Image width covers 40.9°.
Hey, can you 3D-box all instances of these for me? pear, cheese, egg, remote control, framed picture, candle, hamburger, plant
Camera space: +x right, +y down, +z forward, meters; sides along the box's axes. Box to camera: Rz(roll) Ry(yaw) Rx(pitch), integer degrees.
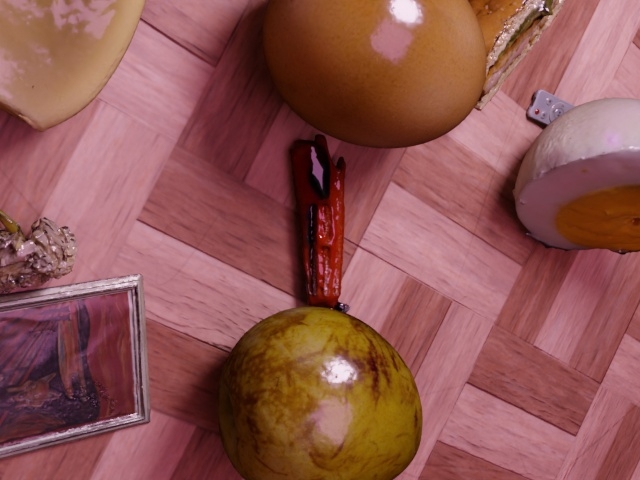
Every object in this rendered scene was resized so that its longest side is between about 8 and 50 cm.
[{"bbox_3d":[-0.001,0.221,1.149,0.284,0.284,0.283,-8,106,-30],"label":"pear"},{"bbox_3d":[-0.300,-0.290,0.914,0.260,0.128,0.315,37,86,-39],"label":"cheese"},{"bbox_3d":[0.076,-0.241,1.094,0.323,0.250,0.250,18,92,-38],"label":"egg"},{"bbox_3d":[0.422,-0.204,1.456,0.184,0.027,0.049,18,97,-29],"label":"remote control"},{"bbox_3d":[0.471,-0.125,1.373,0.337,0.337,0.200,26,56,-34],"label":"egg"},{"bbox_3d":[-0.344,0.163,1.071,0.274,0.016,0.216,-10,106,-30],"label":"framed picture"},{"bbox_3d":[0.000,0.000,1.222,0.084,0.059,0.301,-5,103,-19],"label":"candle"},{"bbox_3d":[0.264,-0.331,1.264,0.262,0.131,0.124,-50,156,-18],"label":"hamburger"},{"bbox_3d":[-0.354,0.002,1.006,0.121,0.104,0.116,59,26,4],"label":"plant"}]
